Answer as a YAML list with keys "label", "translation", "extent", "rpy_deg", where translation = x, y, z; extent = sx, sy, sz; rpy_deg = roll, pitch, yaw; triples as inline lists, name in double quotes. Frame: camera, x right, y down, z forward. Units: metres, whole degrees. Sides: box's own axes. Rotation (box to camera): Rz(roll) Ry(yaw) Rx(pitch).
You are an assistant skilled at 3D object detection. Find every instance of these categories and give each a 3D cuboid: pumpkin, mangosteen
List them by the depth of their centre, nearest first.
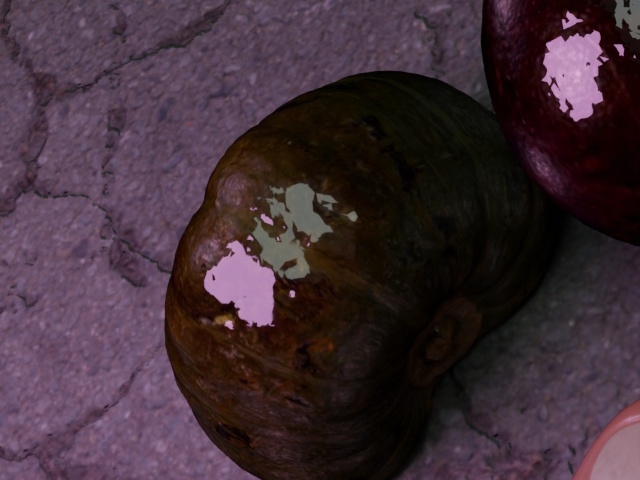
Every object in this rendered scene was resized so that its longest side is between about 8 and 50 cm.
- label: "mangosteen"
  translation: [0.231, -0.142, 1.265]
  extent: [0.293, 0.297, 0.297]
  rpy_deg: [19, 76, 36]
- label: "pumpkin"
  translation: [0.000, 0.000, 1.364]
  extent: [0.242, 0.232, 0.325]
  rpy_deg: [28, 78, 40]

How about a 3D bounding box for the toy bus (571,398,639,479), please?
- label: "toy bus"
  translation: [0.238, 0.215, 1.147]
  extent: [0.232, 0.194, 0.287]
  rpy_deg: [4, 64, 48]
